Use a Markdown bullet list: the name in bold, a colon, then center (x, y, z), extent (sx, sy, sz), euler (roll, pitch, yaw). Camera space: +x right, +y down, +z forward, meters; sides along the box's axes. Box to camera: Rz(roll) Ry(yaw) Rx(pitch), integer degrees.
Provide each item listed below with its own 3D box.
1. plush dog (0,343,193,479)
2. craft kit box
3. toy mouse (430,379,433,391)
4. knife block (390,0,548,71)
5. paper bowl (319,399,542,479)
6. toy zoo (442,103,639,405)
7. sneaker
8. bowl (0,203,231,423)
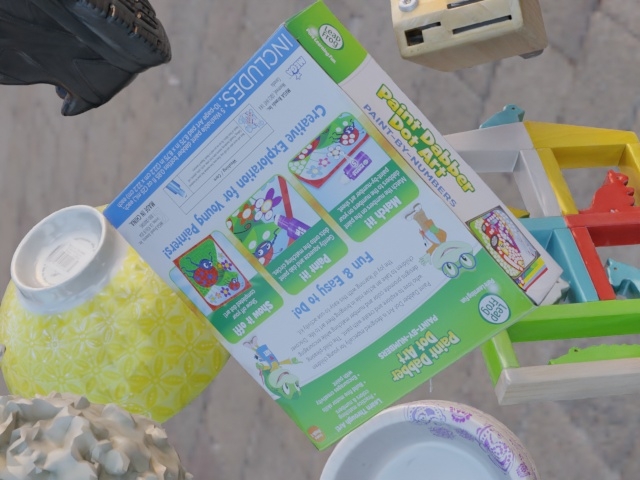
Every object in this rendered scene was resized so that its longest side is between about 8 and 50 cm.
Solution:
- **plush dog**: center (-0.204, 0.074, 0.451), extent (0.210, 0.262, 0.225), euler (49, 177, 38)
- **craft kit box**: center (0.000, 0.000, 1.054), extent (0.246, 0.061, 0.250), euler (50, 132, -1)
- **toy mouse**: center (0.115, 0.069, 1.668), extent (0.031, 0.143, 0.161), euler (16, 75, 35)
- **knife block**: center (0.125, -0.170, 1.161), extent (0.242, 0.088, 0.275), euler (62, -161, -44)
- **paper bowl**: center (0.146, 0.343, 1.910), extent (0.148, 0.284, 0.284), euler (6, -98, -73)
- **toy zoo**: center (0.191, -0.003, 1.185), extent (0.030, 0.192, 0.293), euler (102, 159, -47)
- **sneaker**: center (-0.251, -0.188, 1.173), extent (0.130, 0.286, 0.109), euler (-40, 37, 19)
- **bowl**: center (-0.234, 0.054, 1.581), extent (0.156, 0.289, 0.289), euler (56, 180, -40)
